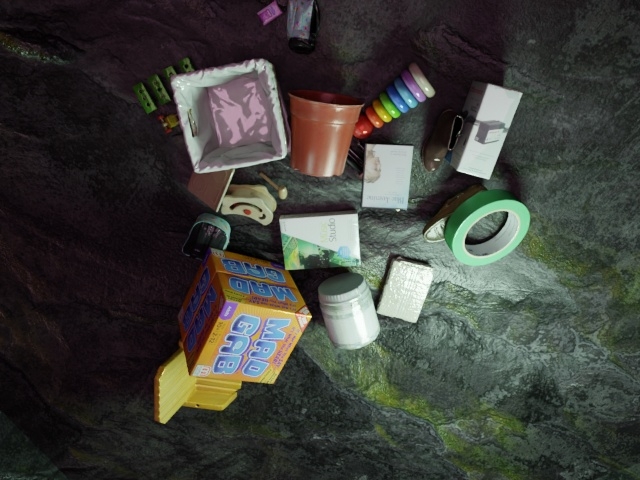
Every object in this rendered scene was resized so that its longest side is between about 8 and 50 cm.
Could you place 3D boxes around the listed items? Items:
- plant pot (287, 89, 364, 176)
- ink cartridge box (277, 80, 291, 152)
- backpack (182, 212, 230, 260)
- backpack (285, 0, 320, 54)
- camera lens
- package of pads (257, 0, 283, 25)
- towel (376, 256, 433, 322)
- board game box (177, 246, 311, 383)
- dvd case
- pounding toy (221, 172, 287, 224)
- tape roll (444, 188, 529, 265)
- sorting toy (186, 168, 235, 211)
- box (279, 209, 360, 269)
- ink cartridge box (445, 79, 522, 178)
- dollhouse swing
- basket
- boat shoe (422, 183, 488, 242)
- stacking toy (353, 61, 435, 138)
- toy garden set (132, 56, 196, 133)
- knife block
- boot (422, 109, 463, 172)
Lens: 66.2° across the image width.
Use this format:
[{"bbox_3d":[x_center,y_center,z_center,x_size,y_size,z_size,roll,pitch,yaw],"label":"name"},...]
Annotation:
[{"bbox_3d":[0.003,-0.385,1.777,0.272,0.272,0.265,8,114,-1],"label":"plant pot"},{"bbox_3d":[-0.263,-0.437,1.874,0.296,0.066,0.261,-13,111,8],"label":"ink cartridge box"},{"bbox_3d":[-0.453,-0.016,2.002,0.166,0.144,0.188,25,124,-7],"label":"backpack"},{"bbox_3d":[-0.063,-0.755,1.703,0.115,0.152,0.182,4,99,-8],"label":"backpack"},{"bbox_3d":[0.119,0.300,2.058,0.219,0.219,0.274,-14,110,8],"label":"camera lens"},{"bbox_3d":[-0.179,-0.808,1.745,0.083,0.032,0.050,-29,104,13],"label":"package of pads"},{"bbox_3d":[0.362,0.212,2.106,0.187,0.049,0.282,15,112,-2],"label":"towel"},{"bbox_3d":[-0.315,0.298,1.946,0.357,0.356,0.356,16,113,-31],"label":"board game box"},{"bbox_3d":[0.248,-0.240,1.854,0.180,0.022,0.253,2,111,1],"label":"dvd case"},{"bbox_3d":[-0.255,-0.168,1.977,0.270,0.154,0.154,3,140,12],"label":"pounding toy"},{"bbox_3d":[0.648,-0.046,1.910,0.321,0.077,0.321,-9,130,-10],"label":"tape roll"},{"bbox_3d":[-0.428,-0.242,1.925,0.208,0.038,0.193,38,113,27],"label":"sorting toy"},{"bbox_3d":[0.000,0.000,2.035,0.322,0.058,0.232,-4,111,5],"label":"box"},{"bbox_3d":[0.576,-0.404,1.762,0.129,0.223,0.307,15,111,-2],"label":"ink cartridge box"},{"bbox_3d":[-0.529,0.631,2.174,0.315,0.305,0.346,8,110,0],"label":"dollhouse swing"},{"bbox_3d":[-0.289,-0.437,1.699,0.331,0.266,0.328,-8,110,7],"label":"basket"},{"bbox_3d":[0.532,-0.107,1.946,0.307,0.104,0.110,-34,127,11],"label":"boat shoe"},{"bbox_3d":[0.248,-0.497,1.805,0.330,0.141,0.141,-34,106,21],"label":"stacking toy"},{"bbox_3d":[-0.549,-0.542,1.859,0.244,0.049,0.203,-24,106,10],"label":"toy garden set"},{"bbox_3d":[0.200,-0.253,1.912,0.242,0.088,0.275,-1,111,4],"label":"knife block"},{"bbox_3d":[0.444,-0.352,1.797,0.090,0.207,0.248,13,111,-2],"label":"boot"}]
